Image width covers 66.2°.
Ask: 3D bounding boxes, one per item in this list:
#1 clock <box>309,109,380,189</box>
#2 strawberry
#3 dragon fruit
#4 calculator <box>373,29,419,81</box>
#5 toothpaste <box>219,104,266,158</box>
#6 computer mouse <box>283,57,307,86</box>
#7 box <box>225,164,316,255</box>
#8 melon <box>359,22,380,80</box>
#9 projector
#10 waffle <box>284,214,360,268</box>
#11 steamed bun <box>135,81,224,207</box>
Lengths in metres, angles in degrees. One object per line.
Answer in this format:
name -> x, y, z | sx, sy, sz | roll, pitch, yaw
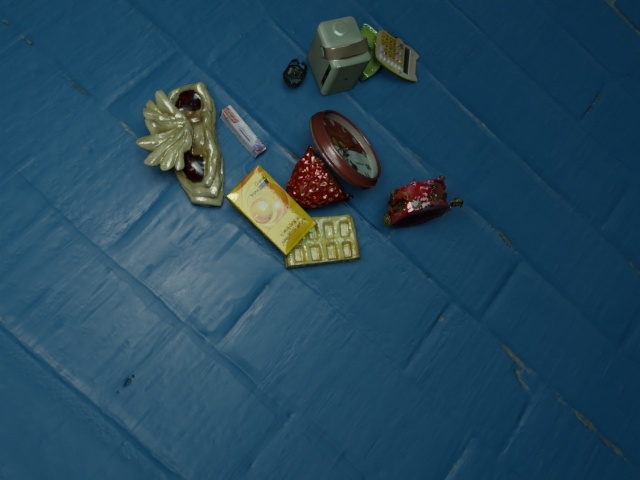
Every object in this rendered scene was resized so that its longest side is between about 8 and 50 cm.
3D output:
clock -> 0.082, -0.308, 1.681 | 0.318, 0.080, 0.318 | 35, 35, -30
strawberry -> -0.022, -0.182, 1.660 | 0.178, 0.234, 0.234 | -37, 90, 9
dragon fruit -> 0.342, -0.144, 1.716 | 0.282, 0.211, 0.147 | -17, 74, 3
calculator -> 0.286, -0.703, 1.875 | 0.236, 0.033, 0.157 | 18, 73, -36
toothpaste -> -0.268, -0.373, 1.690 | 0.047, 0.040, 0.196 | -40, 90, -21
computer mouse -> -0.092, -0.603, 1.783 | 0.079, 0.047, 0.135 | 18, 65, -3
box -> -0.157, -0.097, 1.582 | 0.269, 0.043, 0.152 | 45, 75, -10
melon -> 0.177, -0.707, 1.871 | 0.118, 0.064, 0.210 | 20, 76, -11
projector -> 0.064, -0.653, 1.734 | 0.163, 0.242, 0.177 | -21, 85, -16
waffle -> 0.000, 0.000, 1.672 | 0.274, 0.057, 0.168 | -5, 79, -16
steamed bun -> -0.444, -0.323, 1.562 | 0.247, 0.189, 0.428 | -6, 81, -9
